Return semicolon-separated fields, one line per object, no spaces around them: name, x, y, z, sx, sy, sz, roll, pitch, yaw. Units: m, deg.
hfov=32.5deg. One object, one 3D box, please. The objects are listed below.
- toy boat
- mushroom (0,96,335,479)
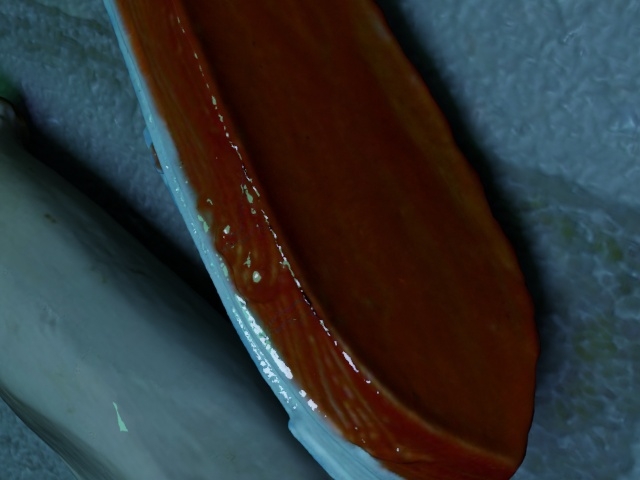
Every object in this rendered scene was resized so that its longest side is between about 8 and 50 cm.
toy boat;0.000;0.000;0.583;0.331;0.145;0.133;63;148;2
mushroom;-0.129;0.076;0.686;0.407;0.137;0.154;45;165;18
